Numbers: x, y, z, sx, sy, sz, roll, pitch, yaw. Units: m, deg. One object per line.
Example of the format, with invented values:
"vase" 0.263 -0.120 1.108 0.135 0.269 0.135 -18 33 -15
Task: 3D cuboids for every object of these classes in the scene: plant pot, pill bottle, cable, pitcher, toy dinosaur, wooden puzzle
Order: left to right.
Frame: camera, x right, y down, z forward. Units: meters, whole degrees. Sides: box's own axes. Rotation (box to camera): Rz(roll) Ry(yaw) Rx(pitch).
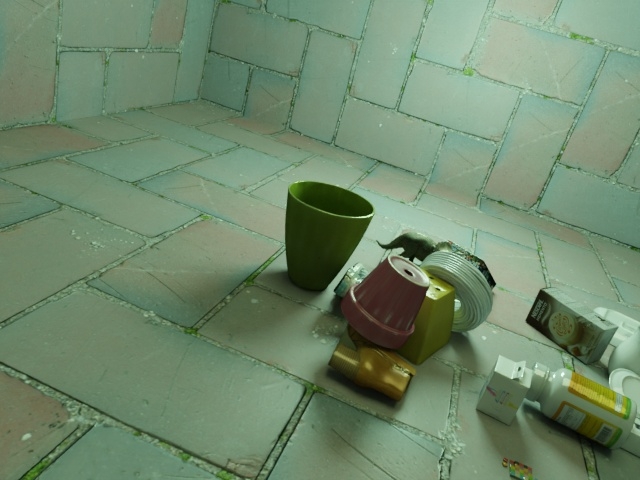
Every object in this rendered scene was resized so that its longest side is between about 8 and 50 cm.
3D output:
"plant pot" 0.000 0.000 1.650 0.274 0.293 0.275 13 23 -6
"plant pot" 0.180 0.145 1.350 0.201 0.180 0.201 27 21 -12
"plant pot" 0.272 0.197 1.524 0.212 0.187 0.212 30 26 30
"toy dinosaur" 0.361 0.035 1.899 0.313 0.160 0.121 29 26 23
"cable" 0.399 0.160 1.605 0.089 0.257 0.257 -37 82 -30
"wooden puzzle" 0.443 0.512 1.159 0.083 0.006 0.049 21 24 11
"pill bottle" 0.656 0.415 1.349 0.245 0.136 0.136 25 25 19
"pitcher" 0.989 0.346 1.631 0.125 0.207 0.178 27 25 23

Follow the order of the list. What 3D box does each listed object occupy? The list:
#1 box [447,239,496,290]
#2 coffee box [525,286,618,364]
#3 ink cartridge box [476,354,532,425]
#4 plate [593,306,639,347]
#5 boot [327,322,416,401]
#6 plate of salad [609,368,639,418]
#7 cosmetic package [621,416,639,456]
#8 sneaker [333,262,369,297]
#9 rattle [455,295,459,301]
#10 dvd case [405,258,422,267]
"box" 0.558 0.098 1.956 0.159 0.044 0.233 37 -4 38
"coffee box" 0.839 0.281 1.766 0.098 0.141 0.246 -2 28 -36
"ink cartridge box" 0.467 0.368 1.321 0.090 0.143 0.092 24 24 17
"plate" 1.146 0.343 1.944 0.277 0.045 0.278 30 27 27
"boot" 0.151 0.292 1.367 0.211 0.104 0.295 26 27 6
"plate of salad" 0.905 0.461 1.496 0.200 0.048 0.200 15 43 -15
"cosmetic package" 0.880 0.532 1.330 0.239 0.060 0.099 25 26 19
"sneaker" 0.120 0.152 1.621 0.122 0.110 0.283 38 11 7
"rattle" 0.405 0.183 1.759 0.200 0.142 0.130 63 13 9
"dvd case" 0.342 0.131 1.914 0.179 0.030 0.238 22 23 14
